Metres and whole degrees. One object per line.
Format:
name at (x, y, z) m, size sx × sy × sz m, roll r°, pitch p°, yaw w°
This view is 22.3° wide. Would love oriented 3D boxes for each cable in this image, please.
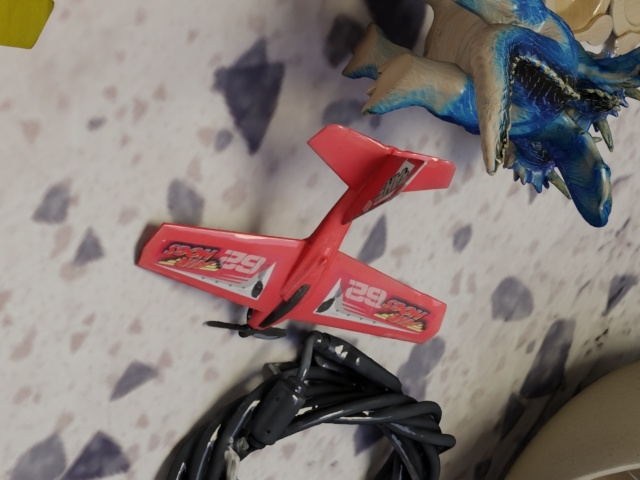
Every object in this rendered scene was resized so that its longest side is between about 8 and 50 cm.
cable at (-0.002, 0.130, 0.816) m, size 0.150 × 0.047 × 0.184 m, roll -55°, pitch 143°, yaw -4°

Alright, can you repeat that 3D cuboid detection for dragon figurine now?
dragon figurine at (0.095, -0.061, 0.665) m, size 0.144 × 0.289 × 0.085 m, roll 25°, pitch 95°, yaw -11°

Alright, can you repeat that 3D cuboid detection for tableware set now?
tableware set at (0.158, -0.164, 0.811) m, size 0.141 × 0.020 × 0.168 m, roll -16°, pitch 126°, yaw -41°

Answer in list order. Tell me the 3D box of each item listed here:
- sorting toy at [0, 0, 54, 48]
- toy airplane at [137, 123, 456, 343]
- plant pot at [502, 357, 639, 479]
sorting toy at (-0.101, -0.180, 0.432) m, size 0.229 × 0.041 × 0.307 m, roll -58°, pitch 160°, yaw -46°
toy airplane at (0.000, 0.000, 0.699) m, size 0.151 × 0.028 × 0.151 m, roll -4°, pitch 143°, yaw -3°
plant pot at (0.235, 0.171, 0.964) m, size 0.191 × 0.284 × 0.284 m, roll -70°, pitch 163°, yaw -52°
